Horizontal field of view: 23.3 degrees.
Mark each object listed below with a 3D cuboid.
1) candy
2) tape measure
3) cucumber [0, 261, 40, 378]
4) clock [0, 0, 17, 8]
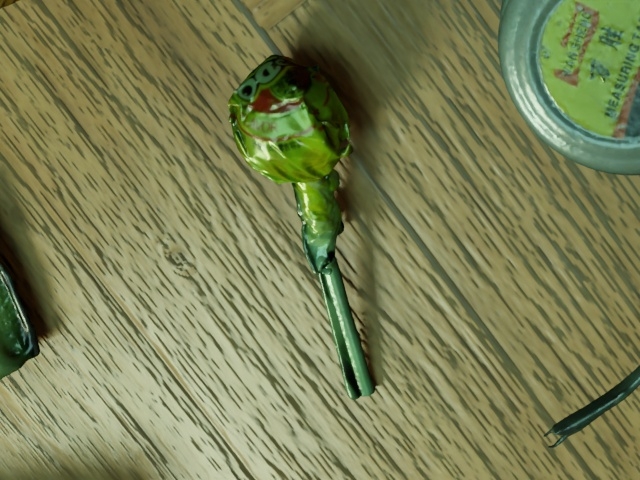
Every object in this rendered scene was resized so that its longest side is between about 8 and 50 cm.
[{"bbox_3d":[0.002,-0.001,1.018,0.073,0.077,0.262,-10,121,9],"label":"candy"},{"bbox_3d":[0.160,-0.040,0.890,0.164,0.084,0.330,26,124,16],"label":"tape measure"},{"bbox_3d":[-0.300,0.028,1.177,0.115,0.086,0.193,-33,105,-7],"label":"cucumber"},{"bbox_3d":[-0.162,-0.252,0.810,0.200,0.317,0.244,35,127,16],"label":"clock"}]
